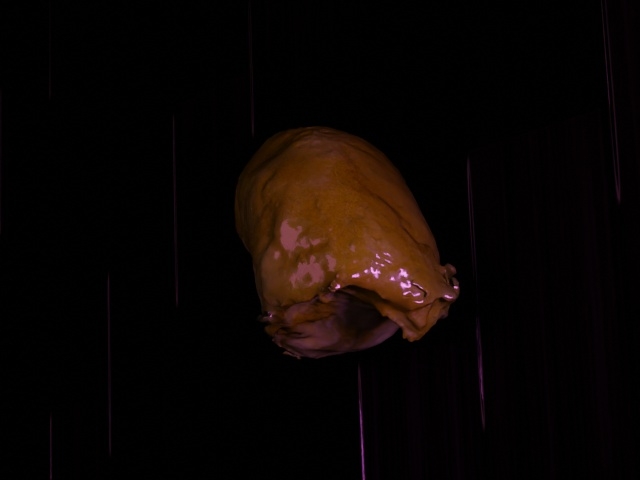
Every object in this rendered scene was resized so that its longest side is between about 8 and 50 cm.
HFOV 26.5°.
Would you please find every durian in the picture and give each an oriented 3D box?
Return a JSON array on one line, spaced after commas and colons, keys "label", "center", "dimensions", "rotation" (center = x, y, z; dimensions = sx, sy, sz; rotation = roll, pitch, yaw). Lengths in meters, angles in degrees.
[{"label": "durian", "center": [0.000, 0.000, 1.471], "dimensions": [0.256, 0.204, 0.339], "rotation": [-61, 40, 46]}]
